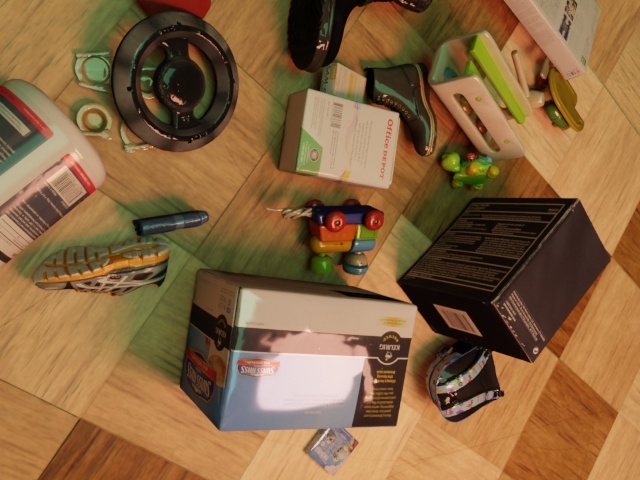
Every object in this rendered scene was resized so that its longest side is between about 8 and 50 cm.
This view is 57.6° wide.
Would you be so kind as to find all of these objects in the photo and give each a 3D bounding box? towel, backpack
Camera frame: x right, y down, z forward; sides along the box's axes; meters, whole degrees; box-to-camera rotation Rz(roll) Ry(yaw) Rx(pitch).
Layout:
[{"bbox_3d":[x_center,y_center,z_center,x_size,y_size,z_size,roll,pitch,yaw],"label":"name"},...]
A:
[{"bbox_3d":[-0.256,-0.030,1.001,0.119,0.067,0.029,-11,98,-28],"label":"towel"},{"bbox_3d":[0.309,0.317,1.316,0.173,0.117,0.158,-25,106,-25],"label":"backpack"}]

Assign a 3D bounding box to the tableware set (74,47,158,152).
[{"bbox_3d":[-0.334,-0.231,0.967,0.141,0.020,0.169,3,93,-29],"label":"tableware set"}]

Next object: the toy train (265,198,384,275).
[{"bbox_3d":[0.000,0.000,1.135,0.248,0.105,0.143,-3,109,-29],"label":"toy train"}]

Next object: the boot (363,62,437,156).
[{"bbox_3d":[0.162,-0.269,1.215,0.137,0.077,0.198,-8,85,-23],"label":"boot"}]

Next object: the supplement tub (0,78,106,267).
[{"bbox_3d":[-0.462,-0.076,0.813,0.272,0.191,0.191,-45,113,-18],"label":"supplement tub"}]

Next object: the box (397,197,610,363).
[{"bbox_3d":[0.382,0.066,1.231,0.294,0.296,0.183,-46,113,-17],"label":"box"}]

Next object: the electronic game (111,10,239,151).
[{"bbox_3d":[-0.239,-0.264,0.984,0.229,0.048,0.229,-15,115,-36],"label":"electronic game"}]

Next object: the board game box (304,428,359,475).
[{"bbox_3d":[0.025,0.433,1.225,0.090,0.020,0.090,-49,115,-15],"label":"board game box"}]

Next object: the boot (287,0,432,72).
[{"bbox_3d":[0.092,-0.467,1.117,0.260,0.131,0.348,11,89,-29],"label":"boot"}]

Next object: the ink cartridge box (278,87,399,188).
[{"bbox_3d":[0.039,-0.192,1.135,0.212,0.093,0.154,7,91,-27],"label":"ink cartridge box"}]

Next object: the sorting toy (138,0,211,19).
[{"bbox_3d":[-0.341,-0.477,0.912,0.365,0.127,0.126,18,60,-28],"label":"sorting toy"}]

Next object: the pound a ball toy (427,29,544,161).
[{"bbox_3d":[0.364,-0.321,1.278,0.319,0.135,0.208,38,61,-42],"label":"pound a ball toy"}]

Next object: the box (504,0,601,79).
[{"bbox_3d":[0.539,-0.570,1.369,0.322,0.058,0.232,39,61,-27],"label":"box"}]

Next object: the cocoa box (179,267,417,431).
[{"bbox_3d":[-0.043,0.193,1.045,0.347,0.231,0.228,9,91,-29],"label":"cocoa box"}]

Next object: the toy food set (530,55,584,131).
[{"bbox_3d":[0.569,-0.350,1.434,0.218,0.071,0.128,44,50,-27],"label":"toy food set"}]

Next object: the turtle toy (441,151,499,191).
[{"bbox_3d":[0.332,-0.162,1.307,0.130,0.095,0.066,7,68,-15],"label":"turtle toy"}]

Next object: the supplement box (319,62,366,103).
[{"bbox_3d":[0.045,-0.302,1.142,0.098,0.036,0.062,9,90,-51],"label":"supplement box"}]

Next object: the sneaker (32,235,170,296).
[{"bbox_3d":[-0.352,0.056,0.953,0.214,0.084,0.083,-8,126,-19],"label":"sneaker"}]
